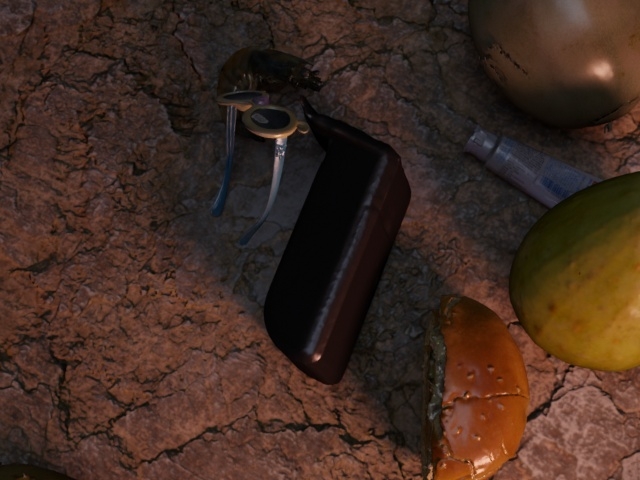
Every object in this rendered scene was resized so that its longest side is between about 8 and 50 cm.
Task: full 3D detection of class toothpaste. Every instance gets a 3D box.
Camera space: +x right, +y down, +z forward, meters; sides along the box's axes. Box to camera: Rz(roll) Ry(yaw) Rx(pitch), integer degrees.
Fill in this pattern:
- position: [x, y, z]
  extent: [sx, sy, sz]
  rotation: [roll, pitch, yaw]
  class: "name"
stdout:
- position: [0.334, -0.103, 1.649]
  extent: [0.234, 0.057, 0.089]
  rotation: [29, 81, 6]
  class: "toothpaste"

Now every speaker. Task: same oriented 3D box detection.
- position: [0.000, 0.000, 1.592]
  extent: [0.184, 0.180, 0.388]
  rotation: [17, 75, 17]
  class: "speaker"

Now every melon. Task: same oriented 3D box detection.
- position: [0.363, -0.313, 1.591]
  extent: [0.268, 0.268, 0.330]
  rotation: [-27, 86, -2]
  class: "melon"

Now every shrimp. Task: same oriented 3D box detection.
- position: [-0.087, -0.231, 1.689]
  extent: [0.217, 0.051, 0.150]
  rotation: [16, 89, 40]
  class: "shrimp"

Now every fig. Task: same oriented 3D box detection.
- position: [0.417, 0.035, 1.466]
  extent: [0.258, 0.326, 0.258]
  rotation: [12, 55, -18]
  class: "fig"

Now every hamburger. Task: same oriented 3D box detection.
- position: [0.220, 0.216, 1.520]
  extent: [0.156, 0.144, 0.283]
  rotation: [3, 73, 6]
  class: "hamburger"

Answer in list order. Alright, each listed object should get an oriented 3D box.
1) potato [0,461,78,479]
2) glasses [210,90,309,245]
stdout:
- position: [-0.385, 0.440, 1.480]
  extent: [0.359, 0.219, 0.270]
  rotation: [-1, 84, -2]
  class: "potato"
- position: [-0.125, -0.116, 1.601]
  extent: [0.189, 0.088, 0.221]
  rotation: [43, 115, 51]
  class: "glasses"
